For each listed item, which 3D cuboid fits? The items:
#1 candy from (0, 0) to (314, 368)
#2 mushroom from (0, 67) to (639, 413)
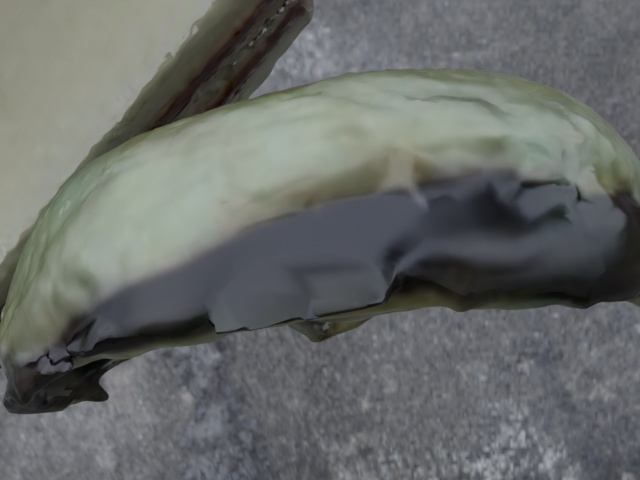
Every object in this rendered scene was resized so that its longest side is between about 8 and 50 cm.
[{"bbox_3d":[-0.174,-0.085,0.760,0.179,0.135,0.321,42,94,14],"label":"candy"},{"bbox_3d":[-0.001,-0.002,0.624,0.344,0.247,0.130,-11,85,18],"label":"mushroom"}]
